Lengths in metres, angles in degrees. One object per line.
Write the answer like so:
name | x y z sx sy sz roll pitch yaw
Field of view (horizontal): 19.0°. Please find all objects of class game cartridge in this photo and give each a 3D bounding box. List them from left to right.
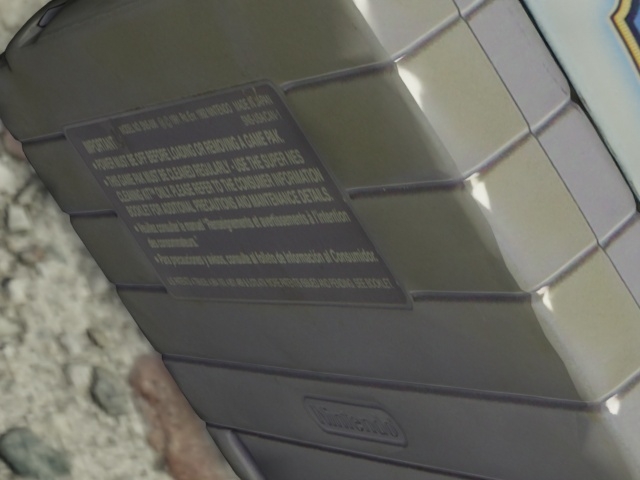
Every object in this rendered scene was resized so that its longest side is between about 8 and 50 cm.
game cartridge | 0.000 0.000 0.675 0.230 0.068 0.355 62 158 -12

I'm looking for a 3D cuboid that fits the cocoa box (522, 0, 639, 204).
cocoa box | 0.240 -0.040 0.596 0.228 0.231 0.347 -25 106 25
